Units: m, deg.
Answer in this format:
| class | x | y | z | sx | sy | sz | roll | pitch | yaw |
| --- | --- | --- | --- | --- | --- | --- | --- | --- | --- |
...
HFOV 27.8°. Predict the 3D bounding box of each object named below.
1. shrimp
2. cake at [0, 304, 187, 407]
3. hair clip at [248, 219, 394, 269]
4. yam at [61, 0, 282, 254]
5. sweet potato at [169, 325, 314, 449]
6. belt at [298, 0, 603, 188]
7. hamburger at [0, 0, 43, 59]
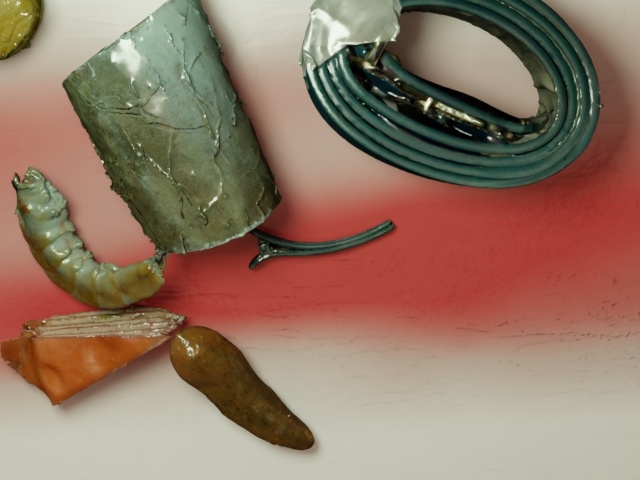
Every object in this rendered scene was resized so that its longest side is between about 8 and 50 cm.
| class | x | y | z | sx | sy | sz | roll | pitch | yaw |
| --- | --- | --- | --- | --- | --- | --- | --- | --- | --- |
| shrimp | -0.352 | 0.023 | 1.935 | 0.287 | 0.068 | 0.185 | 32 | 136 | 23 |
| cake | -0.340 | 0.171 | 1.996 | 0.287 | 0.098 | 0.135 | -12 | 99 | 8 |
| hair clip | 0.000 | 0.000 | 1.986 | 0.229 | 0.039 | 0.070 | -6 | 101 | -2 |
| yam | -0.212 | -0.165 | 1.868 | 0.241 | 0.241 | 0.348 | -24 | 102 | 6 |
| sweet potato | -0.125 | 0.231 | 2.002 | 0.097 | 0.097 | 0.292 | -43 | 111 | 9 |
| belt | 0.182 | -0.239 | 1.863 | 0.436 | 0.173 | 0.300 | 21 | 92 | -6 |
| hamburger | -0.489 | -0.332 | 1.886 | 0.185 | 0.131 | 0.159 | -43 | 112 | 9 |
